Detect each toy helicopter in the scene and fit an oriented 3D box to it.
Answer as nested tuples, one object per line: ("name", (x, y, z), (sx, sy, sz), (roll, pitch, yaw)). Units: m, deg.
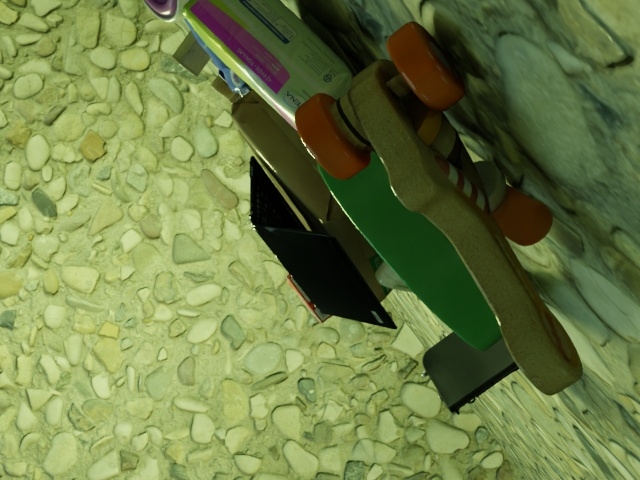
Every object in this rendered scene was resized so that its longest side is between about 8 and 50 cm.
("toy helicopter", (0.141, -0.020, 0.755), (0.235, 0.140, 0.355), (10, -131, -60))

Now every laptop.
("laptop", (0.000, 0.000, 1.271), (0.234, 0.137, 0.264), (55, -160, -39))

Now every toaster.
("toaster", (0.256, 0.188, 1.299), (0.110, 0.186, 0.168), (54, -175, 10))

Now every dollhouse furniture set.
("dollhouse furniture set", (-0.145, -0.351, 1.589), (0.242, 0.161, 0.212), (34, -174, -27))

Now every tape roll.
("tape roll", (0.130, -0.008, 1.007), (0.321, 0.077, 0.321), (47, -169, -12))

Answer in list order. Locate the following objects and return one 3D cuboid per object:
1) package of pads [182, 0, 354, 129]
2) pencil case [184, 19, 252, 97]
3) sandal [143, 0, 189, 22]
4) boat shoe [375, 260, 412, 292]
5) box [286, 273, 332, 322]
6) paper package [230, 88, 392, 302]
("package of pads", (-0.040, -0.221, 1.063), (0.229, 0.101, 0.296), (45, -176, 15))
("pencil case", (-0.181, -0.395, 1.412), (0.306, 0.133, 0.119), (53, -154, 0))
("sandal", (-0.264, -0.480, 1.027), (0.169, 0.102, 0.416), (12, 129, 47))
("boat shoe", (0.158, 0.046, 1.252), (0.226, 0.076, 0.083), (18, -143, -52))
("box", (0.064, 0.053, 1.702), (0.128, 0.257, 0.122), (52, 175, 3))
("paper package", (0.034, -0.091, 1.359), (0.309, 0.168, 0.325), (51, 176, 33))
